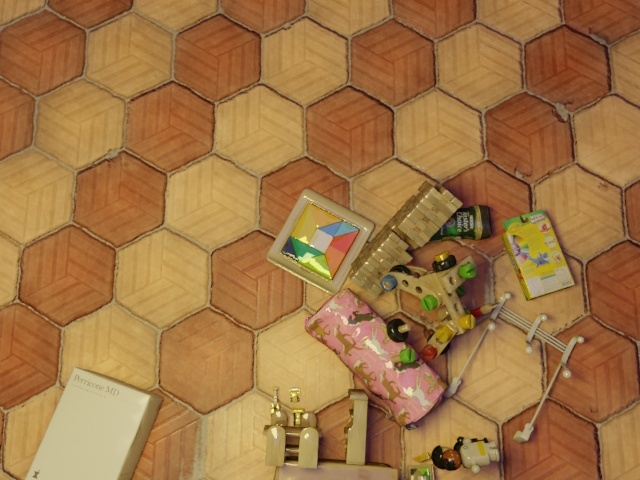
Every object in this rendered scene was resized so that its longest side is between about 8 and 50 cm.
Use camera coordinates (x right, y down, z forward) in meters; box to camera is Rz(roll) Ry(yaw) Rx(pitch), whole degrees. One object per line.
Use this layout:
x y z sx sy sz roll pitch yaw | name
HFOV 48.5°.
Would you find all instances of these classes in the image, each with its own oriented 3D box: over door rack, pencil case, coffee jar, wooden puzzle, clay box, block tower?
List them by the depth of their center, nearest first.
0.251 0.597 1.781 0.079 0.014 0.116 -21 64 26 | wooden puzzle
0.137 0.295 1.798 0.167 0.160 0.386 -42 81 -16 | pencil case
0.502 0.323 1.824 0.240 0.108 0.324 32 79 7 | over door rack
0.212 -0.008 1.841 0.091 0.097 0.335 39 100 -14 | block tower
0.581 0.038 1.919 0.128 0.053 0.221 -16 76 -5 | clay box
0.369 -0.045 1.921 0.185 0.079 0.096 -4 77 -2 | coffee jar
0.000 0.000 1.922 0.221 0.044 0.238 28 78 6 | wooden puzzle

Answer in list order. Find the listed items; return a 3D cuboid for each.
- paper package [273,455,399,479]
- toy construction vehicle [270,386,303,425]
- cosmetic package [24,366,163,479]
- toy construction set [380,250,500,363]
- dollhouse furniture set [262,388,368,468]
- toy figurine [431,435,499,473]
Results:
0.027 0.694 1.698 0.310 0.168 0.324 5 76 -1 | paper package
-0.085 0.426 1.825 0.086 0.035 0.098 2 77 -1 | toy construction vehicle
-0.563 0.526 1.733 0.217 0.156 0.384 17 78 5 | cosmetic package
0.328 0.147 1.727 0.309 0.237 0.257 4 66 -41 | toy construction set
-0.014 0.439 1.703 0.242 0.212 0.160 3 86 -1 | dollhouse furniture set
0.360 0.583 1.709 0.148 0.209 0.212 -12 77 2 | toy figurine
